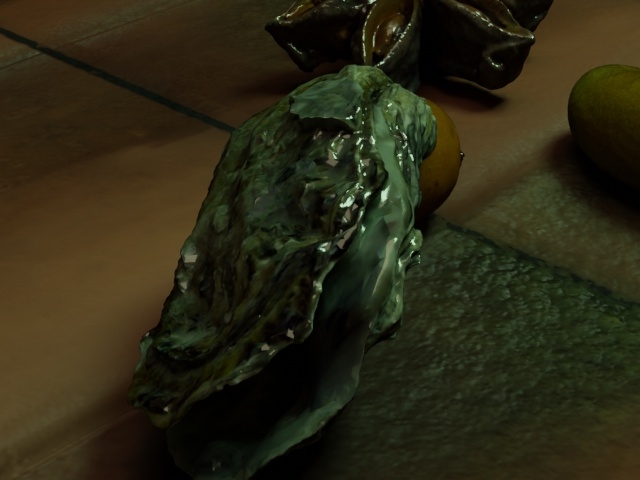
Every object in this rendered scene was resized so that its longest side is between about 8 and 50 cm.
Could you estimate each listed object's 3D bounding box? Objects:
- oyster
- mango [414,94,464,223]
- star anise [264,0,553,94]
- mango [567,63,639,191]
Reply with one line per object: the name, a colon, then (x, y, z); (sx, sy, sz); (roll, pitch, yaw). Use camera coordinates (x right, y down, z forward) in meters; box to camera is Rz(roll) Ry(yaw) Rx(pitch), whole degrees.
oyster: (-0.001, -0.003, 0.941); (0.162, 0.158, 0.351); (2, 36, 23)
mango: (0.027, -0.043, 1.109); (0.159, 0.084, 0.105); (-24, 49, -6)
star anise: (0.087, -0.179, 1.337); (0.220, 0.099, 0.214); (18, 49, 23)
mango: (0.273, -0.084, 1.150); (0.136, 0.099, 0.227); (-28, 30, -30)
